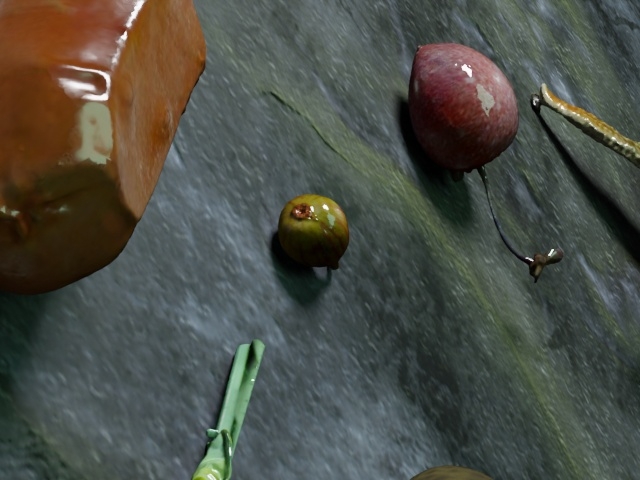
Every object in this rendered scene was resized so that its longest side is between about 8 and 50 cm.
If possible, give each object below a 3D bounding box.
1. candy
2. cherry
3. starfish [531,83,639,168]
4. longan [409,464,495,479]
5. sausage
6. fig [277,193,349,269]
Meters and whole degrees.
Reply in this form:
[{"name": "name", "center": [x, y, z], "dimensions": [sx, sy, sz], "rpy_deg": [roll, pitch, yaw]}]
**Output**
[{"name": "candy", "center": [-0.059, 0.128, 0.868], "dimensions": [0.262, 0.073, 0.077], "rpy_deg": [-77, 152, -62]}, {"name": "cherry", "center": [0.147, -0.075, 1.375], "dimensions": [0.225, 0.090, 0.107], "rpy_deg": [61, 24, -4]}, {"name": "starfish", "center": [0.395, -0.014, 1.746], "dimensions": [0.384, 0.132, 0.398], "rpy_deg": [23, 42, -46]}, {"name": "longan", "center": [0.087, 0.196, 1.021], "dimensions": [0.113, 0.092, 0.113], "rpy_deg": [6, 45, -6]}, {"name": "sausage", "center": [-0.138, -0.072, 0.822], "dimensions": [0.133, 0.133, 0.258], "rpy_deg": [48, 31, -27]}, {"name": "fig", "center": [0.000, 0.000, 1.103], "dimensions": [0.083, 0.050, 0.050], "rpy_deg": [57, 19, -59]}]
